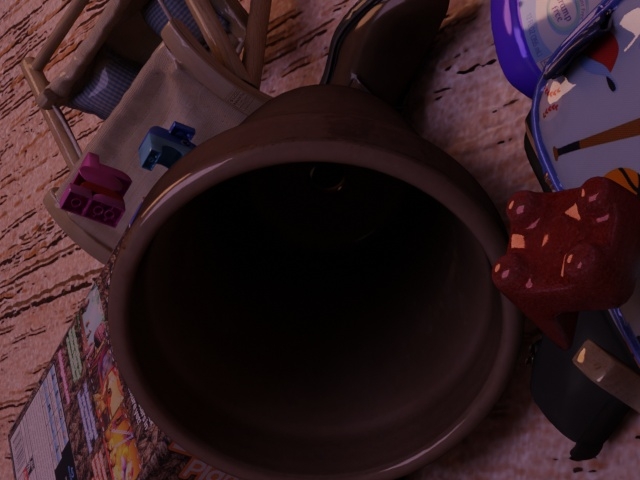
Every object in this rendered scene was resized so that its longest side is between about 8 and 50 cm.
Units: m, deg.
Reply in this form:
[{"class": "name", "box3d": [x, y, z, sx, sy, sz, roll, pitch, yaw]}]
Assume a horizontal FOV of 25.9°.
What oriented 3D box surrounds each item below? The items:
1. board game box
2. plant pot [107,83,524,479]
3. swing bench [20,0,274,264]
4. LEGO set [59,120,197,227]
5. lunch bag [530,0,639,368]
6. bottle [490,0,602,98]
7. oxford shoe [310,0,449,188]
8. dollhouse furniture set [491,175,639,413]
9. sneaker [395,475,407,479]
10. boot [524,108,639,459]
[{"class": "board game box", "box3d": [-0.129, 0.157, 1.160, 0.291, 0.141, 0.232, -57, 34, 26]}, {"class": "plant pot", "box3d": [0.000, 0.000, 0.957, 0.263, 0.263, 0.229, -57, 14, 28]}, {"class": "swing bench", "box3d": [-0.142, -0.133, 1.281, 0.253, 0.165, 0.254, -47, 43, 37]}, {"class": "LEGO set", "box3d": [-0.089, -0.048, 1.126, 0.087, 0.227, 0.093, -56, 29, 26]}, {"class": "lunch bag", "box3d": [0.239, -0.035, 0.666, 0.243, 0.115, 0.303, -46, 58, 43]}, {"class": "bottle", "box3d": [0.220, -0.177, 0.809, 0.283, 0.092, 0.118, -28, 55, 50]}, {"class": "oxford shoe", "box3d": [0.045, -0.111, 1.077, 0.227, 0.083, 0.096, -59, 45, 39]}, {"class": "dollhouse furniture set", "box3d": [0.093, 0.141, 0.659, 0.374, 0.152, 0.201, -53, 36, 6]}, {"class": "sneaker", "box3d": [0.013, 0.242, 0.984, 0.106, 0.078, 0.234, -29, 51, 43]}, {"class": "boot", "box3d": [0.152, 0.023, 0.866, 0.137, 0.077, 0.198, -60, 35, 33]}]
